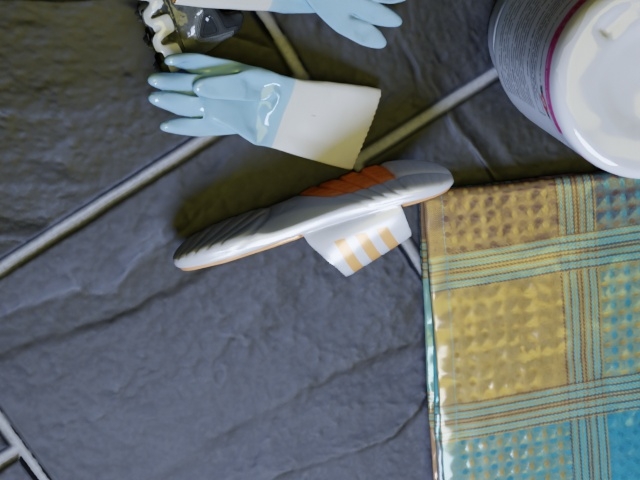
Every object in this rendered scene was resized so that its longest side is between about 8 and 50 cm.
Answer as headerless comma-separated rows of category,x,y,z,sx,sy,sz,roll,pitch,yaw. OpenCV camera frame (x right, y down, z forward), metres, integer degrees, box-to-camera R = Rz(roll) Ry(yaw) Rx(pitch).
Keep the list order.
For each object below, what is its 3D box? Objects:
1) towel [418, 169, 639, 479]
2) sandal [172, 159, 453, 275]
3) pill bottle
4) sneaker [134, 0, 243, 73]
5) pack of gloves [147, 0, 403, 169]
towel,0.234,0.117,1.545,0.271,0.040,0.370,-7,103,-7
sandal,-0.001,-0.003,1.454,0.265,0.102,0.076,-18,108,6
pill bottle,0.238,-0.158,1.343,0.160,0.283,0.160,-2,105,-8
sneaker,-0.133,-0.265,1.374,0.106,0.078,0.234,-22,110,-5
pack of gloves,-0.042,-0.176,1.406,0.232,0.046,0.195,9,112,-32
